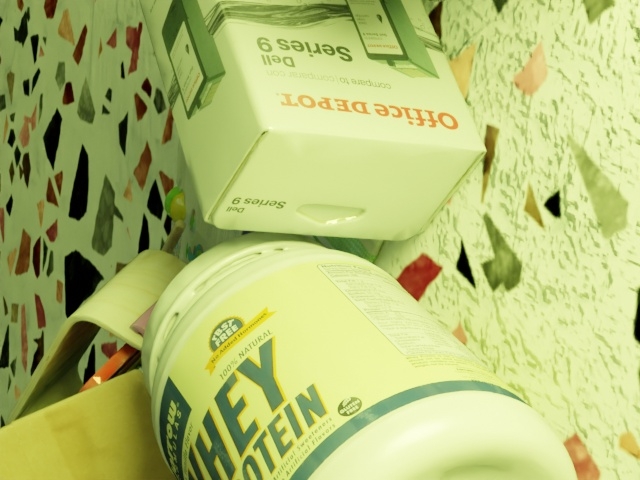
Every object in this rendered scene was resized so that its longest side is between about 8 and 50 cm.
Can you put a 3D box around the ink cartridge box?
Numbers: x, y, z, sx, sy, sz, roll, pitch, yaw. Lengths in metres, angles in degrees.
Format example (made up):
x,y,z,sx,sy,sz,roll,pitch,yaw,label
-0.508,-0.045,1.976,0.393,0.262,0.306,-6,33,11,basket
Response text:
x,y,z,sx,sy,sz,roll,pitch,yaw,label
-0.016,-0.153,1.132,0.121,0.211,0.289,-53,46,43,ink cartridge box

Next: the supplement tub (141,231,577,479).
x,y,z,sx,sy,sz,roll,pitch,yaw,label
0.012,0.149,1.036,0.325,0.235,0.235,43,125,52,supplement tub

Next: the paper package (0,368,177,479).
x,y,z,sx,sy,sz,roll,pitch,yaw,label
-0.214,0.326,1.164,0.325,0.309,0.168,57,155,21,paper package

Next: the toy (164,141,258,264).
x,y,z,sx,sy,sz,roll,pitch,yaw,label
-0.103,-0.009,1.428,0.237,0.056,0.137,-144,57,-60,toy

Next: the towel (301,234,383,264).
x,y,z,sx,sy,sz,roll,pitch,yaw,label
0.000,0.000,1.247,0.113,0.023,0.152,48,131,27,towel

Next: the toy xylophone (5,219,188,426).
x,y,z,sx,sy,sz,roll,pitch,yaw,label
-0.204,0.108,1.384,0.081,0.236,0.323,41,144,2,toy xylophone
